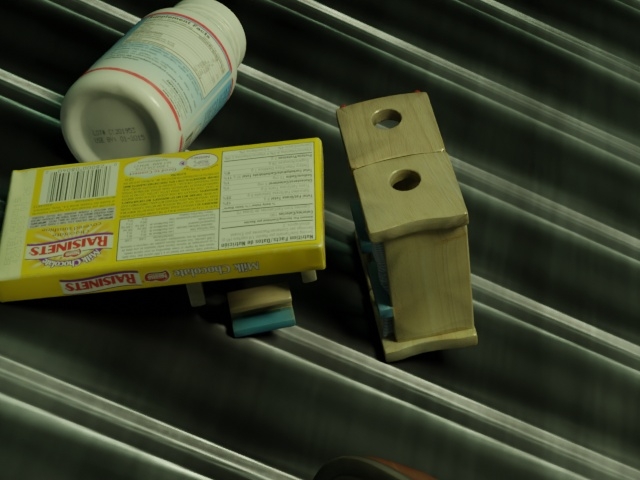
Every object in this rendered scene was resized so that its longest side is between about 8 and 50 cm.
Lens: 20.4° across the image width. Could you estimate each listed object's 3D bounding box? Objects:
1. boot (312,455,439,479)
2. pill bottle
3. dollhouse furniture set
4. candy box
[{"bbox_3d":[0.146,0.189,1.040,0.264,0.096,0.280,29,17,18],"label":"boot"},{"bbox_3d":[-0.112,-0.111,1.261,0.087,0.087,0.160,31,37,2],"label":"pill bottle"},{"bbox_3d":[0.000,0.000,1.207,0.183,0.129,0.129,-11,45,-2],"label":"dollhouse furniture set"},{"bbox_3d":[-0.099,-0.014,1.125,0.206,0.027,0.105,-6,45,5],"label":"candy box"}]
